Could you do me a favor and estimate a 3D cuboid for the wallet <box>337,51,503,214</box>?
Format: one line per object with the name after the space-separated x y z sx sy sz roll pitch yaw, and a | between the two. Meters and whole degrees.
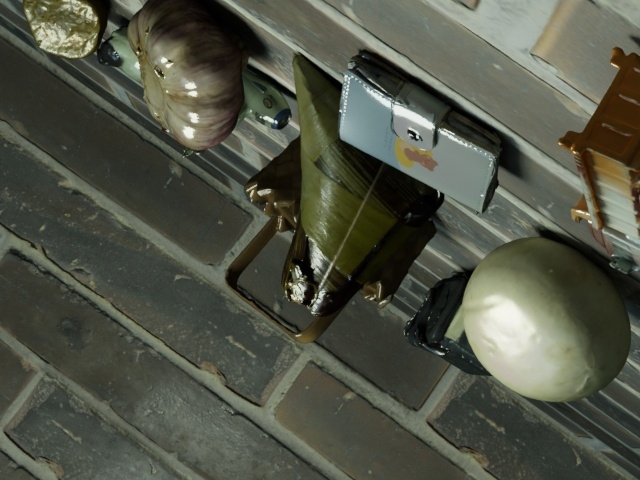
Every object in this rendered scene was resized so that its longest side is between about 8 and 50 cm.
0.127 -0.135 1.537 0.231 0.069 0.170 31 154 16 | wallet

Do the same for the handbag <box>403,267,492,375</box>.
0.276 0.152 2.322 0.181 0.181 0.254 29 173 -6 | handbag

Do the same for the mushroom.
0.324 0.106 1.743 0.246 0.202 0.246 16 122 27 | mushroom

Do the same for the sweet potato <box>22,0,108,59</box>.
-0.479 -0.418 2.327 0.158 0.158 0.369 37 -179 -12 | sweet potato

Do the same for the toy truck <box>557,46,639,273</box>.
0.292 -0.051 1.090 0.135 0.114 0.270 29 171 26 | toy truck

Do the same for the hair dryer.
-0.164 -0.221 1.984 0.167 0.199 0.067 58 161 28 | hair dryer

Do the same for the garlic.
-0.190 -0.264 1.855 0.245 0.160 0.245 51 158 30 | garlic

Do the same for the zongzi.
-0.013 -0.073 1.795 0.317 0.289 0.154 41 -170 -14 | zongzi

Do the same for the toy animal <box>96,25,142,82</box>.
-0.319 -0.331 2.360 0.225 0.094 0.121 38 164 -4 | toy animal

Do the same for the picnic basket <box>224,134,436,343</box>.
0.000 0.000 2.078 0.254 0.321 0.291 34 172 44 | picnic basket
